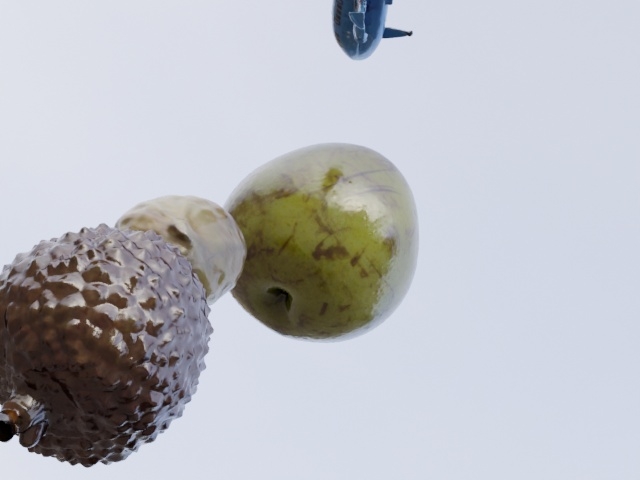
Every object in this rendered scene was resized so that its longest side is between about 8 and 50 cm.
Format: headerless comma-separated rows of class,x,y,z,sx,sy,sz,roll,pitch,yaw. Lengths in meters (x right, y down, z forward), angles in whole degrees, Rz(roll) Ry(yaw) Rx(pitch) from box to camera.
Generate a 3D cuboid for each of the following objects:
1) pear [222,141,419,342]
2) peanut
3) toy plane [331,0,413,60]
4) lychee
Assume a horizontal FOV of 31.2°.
pear,0.000,0.000,1.552,0.283,0.283,0.284,19,-43,19
peanut,-0.149,0.012,1.216,0.140,0.159,0.109,46,-66,13
toy plane,0.057,-0.320,1.398,0.105,0.254,0.271,-3,-36,7
lychee,-0.185,0.086,0.919,0.200,0.238,0.200,15,-56,23
